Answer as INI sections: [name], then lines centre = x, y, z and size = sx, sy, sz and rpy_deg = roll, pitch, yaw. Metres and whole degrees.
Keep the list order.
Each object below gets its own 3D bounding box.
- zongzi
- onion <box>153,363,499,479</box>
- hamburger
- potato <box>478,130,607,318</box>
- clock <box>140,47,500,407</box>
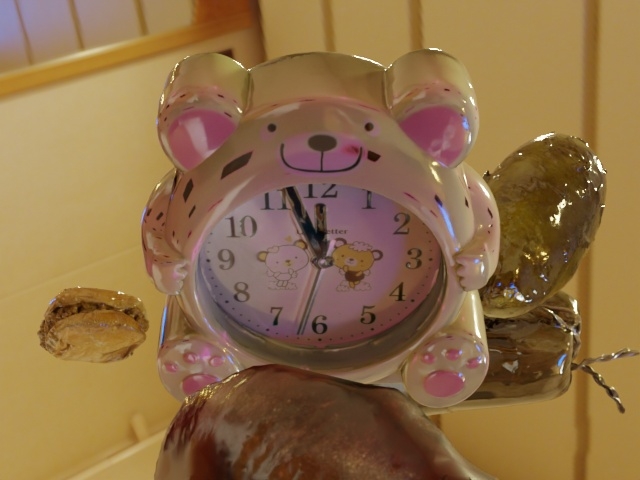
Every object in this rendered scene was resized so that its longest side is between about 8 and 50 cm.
[zongzi]
centre = 0.195, 0.038, 1.544
size = 0.218, 0.499, 0.467
rpy_deg = 64, 22, -50
[onion]
centre = -0.004, 0.208, 0.599
size = 0.272, 0.195, 0.272
rpy_deg = 27, -37, 22
[hamburger]
centre = -0.325, 0.124, 1.484
size = 0.138, 0.147, 0.083
rpy_deg = -50, -142, 47
[potato]
centre = 0.226, -0.015, 1.104
size = 0.113, 0.251, 0.149
rpy_deg = -3, -53, 44
[clock]
centre = 0.000, 0.000, 0.821
size = 0.114, 0.283, 0.310
rpy_deg = -88, 177, -51
